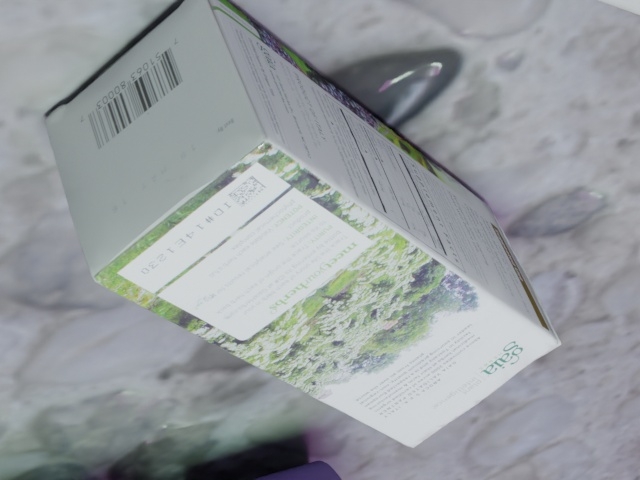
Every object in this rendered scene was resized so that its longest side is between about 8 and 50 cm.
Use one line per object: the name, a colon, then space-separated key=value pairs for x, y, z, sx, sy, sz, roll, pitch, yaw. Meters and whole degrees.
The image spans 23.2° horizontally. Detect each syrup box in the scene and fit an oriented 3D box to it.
syrup box: x=0.000 y=0.000 z=0.692 sx=0.093 sy=0.096 sz=0.237 roll=-37 pitch=140 yaw=18

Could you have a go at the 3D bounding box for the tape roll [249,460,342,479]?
tape roll: x=-0.012 y=0.224 z=0.867 sx=0.080 sy=0.189 sz=0.189 roll=-14 pitch=140 yaw=-12

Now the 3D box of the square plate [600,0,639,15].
square plate: x=0.236 y=-0.128 z=0.566 sx=0.344 sy=0.049 sz=0.347 roll=12 pitch=172 yaw=-36
